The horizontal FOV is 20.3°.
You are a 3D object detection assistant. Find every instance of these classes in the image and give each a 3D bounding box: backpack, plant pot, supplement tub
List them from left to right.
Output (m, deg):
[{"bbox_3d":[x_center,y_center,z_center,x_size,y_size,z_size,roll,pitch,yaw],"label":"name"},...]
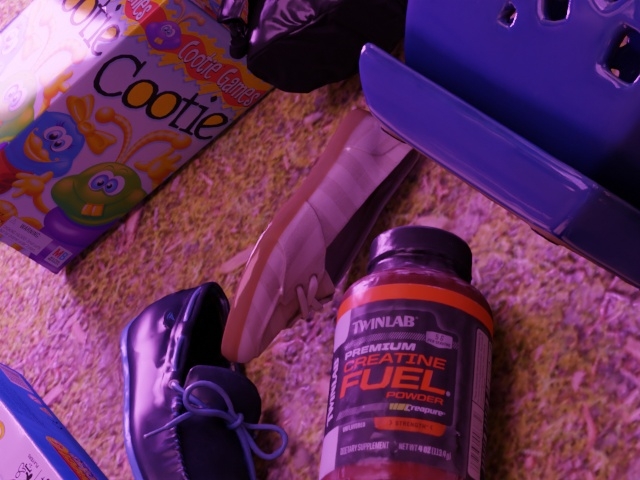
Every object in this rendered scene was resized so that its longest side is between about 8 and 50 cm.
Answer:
[{"bbox_3d":[0.001,-0.212,1.421,0.152,0.115,0.182,-23,47,18],"label":"backpack"},{"bbox_3d":[0.057,0.091,1.151,0.106,0.106,0.197,-20,51,36],"label":"supplement tub"},{"bbox_3d":[0.178,-0.101,1.056,0.236,0.236,0.212,36,97,41],"label":"plant pot"}]

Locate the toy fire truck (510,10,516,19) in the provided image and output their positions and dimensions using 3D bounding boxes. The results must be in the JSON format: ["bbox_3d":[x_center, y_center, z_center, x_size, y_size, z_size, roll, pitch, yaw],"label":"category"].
[{"bbox_3d":[0.128,-0.132,1.286,0.192,0.047,0.135,23,80,51],"label":"toy fire truck"}]

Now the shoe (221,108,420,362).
[{"bbox_3d":[0.000,0.000,1.293,0.058,0.076,0.219,26,71,15],"label":"shoe"}]

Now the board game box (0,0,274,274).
[{"bbox_3d":[-0.190,-0.128,1.525,0.275,0.142,0.144,-40,43,16],"label":"board game box"}]

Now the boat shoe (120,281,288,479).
[{"bbox_3d":[-0.089,0.119,1.283,0.089,0.109,0.258,-37,44,16],"label":"boat shoe"}]

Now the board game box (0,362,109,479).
[{"bbox_3d":[-0.297,0.274,1.397,0.302,0.086,0.308,-54,39,1],"label":"board game box"}]
